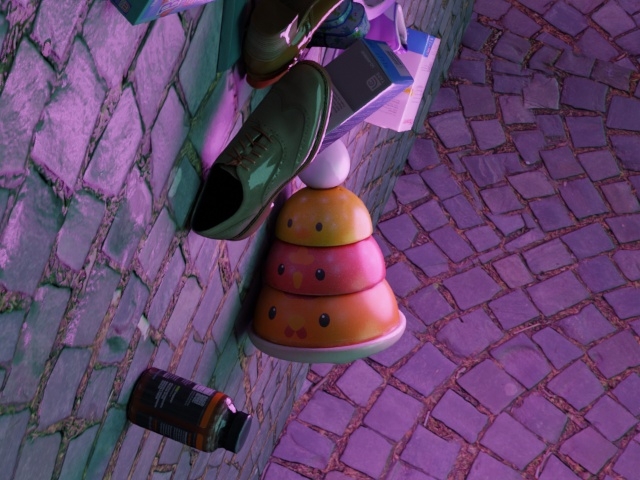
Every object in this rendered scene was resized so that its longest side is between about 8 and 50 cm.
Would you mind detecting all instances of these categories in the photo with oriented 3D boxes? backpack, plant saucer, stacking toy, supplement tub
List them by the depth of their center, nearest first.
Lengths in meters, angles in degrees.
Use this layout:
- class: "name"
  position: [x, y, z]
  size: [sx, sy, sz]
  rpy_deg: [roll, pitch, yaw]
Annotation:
- class: "plant saucer"
  position: [-0.130, -0.349, 1.870]
  size: [0.067, 0.018, 0.192]
  rpy_deg: [-59, 164, -48]
- class: "supplement tub"
  position: [-0.219, 0.295, 2.077]
  size: [0.106, 0.198, 0.106]
  rpy_deg: [20, 90, -79]
- class: "backpack"
  position: [0.029, -0.412, 2.299]
  size: [0.105, 0.114, 0.084]
  rpy_deg: [-63, 155, -29]
- class: "stacking toy"
  position: [0.000, 0.000, 2.645]
  size: [0.350, 0.351, 0.480]
  rpy_deg: [-45, 133, -67]

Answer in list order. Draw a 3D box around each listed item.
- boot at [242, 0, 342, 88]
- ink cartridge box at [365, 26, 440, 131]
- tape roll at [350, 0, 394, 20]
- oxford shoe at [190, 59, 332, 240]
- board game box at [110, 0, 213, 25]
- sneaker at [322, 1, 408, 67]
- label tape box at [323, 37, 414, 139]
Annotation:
- class: "boot"
  position: [-0.017, -0.371, 2.001]
  size: [0.283, 0.109, 0.220]
  rpy_deg: [-49, 174, -17]
- class: "ink cartridge box"
  position: [0.155, -0.387, 2.848]
  size: [0.171, 0.168, 0.232]
  rpy_deg: [-22, 130, -76]
- class: "tape roll"
  position: [0.097, -0.527, 2.375]
  size: [0.189, 0.080, 0.189]
  rpy_deg: [-43, 158, -23]
- class: "oxford shoe"
  position: [-0.097, -0.139, 2.011]
  size: [0.348, 0.123, 0.130]
  rpy_deg: [-61, 161, 16]
- class: "board game box"
  position: [-0.137, -0.346, 1.463]
  size: [0.210, 0.047, 0.160]
  rpy_deg: [-32, 168, -50]
- class: "sneaker"
  position: [0.095, -0.382, 2.579]
  size: [0.102, 0.161, 0.282]
  rpy_deg: [-57, 165, -57]
- class: "label tape box"
  position: [-0.004, -0.242, 2.346]
  size: [0.348, 0.115, 0.249]
  rpy_deg: [-34, 179, 16]
